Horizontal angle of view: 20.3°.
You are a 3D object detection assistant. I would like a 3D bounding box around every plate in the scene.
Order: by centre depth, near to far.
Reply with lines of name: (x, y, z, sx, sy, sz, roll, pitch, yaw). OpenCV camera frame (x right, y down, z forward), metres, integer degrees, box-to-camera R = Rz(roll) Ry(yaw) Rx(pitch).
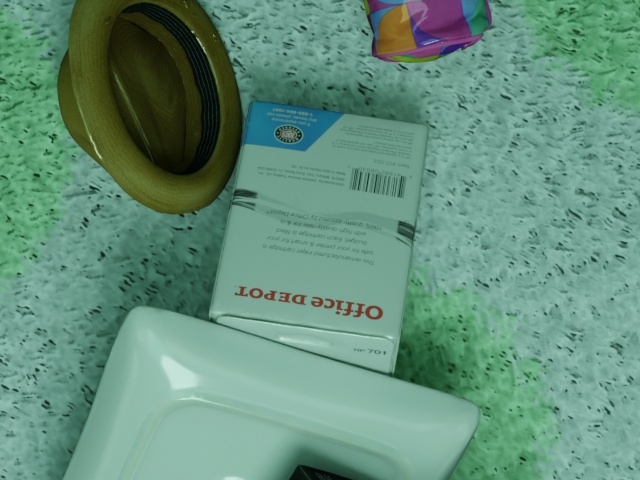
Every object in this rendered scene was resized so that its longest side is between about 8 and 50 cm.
plate: (-0.054, 0.202, 1.329, 0.278, 0.045, 0.277, 17, 117, -14)

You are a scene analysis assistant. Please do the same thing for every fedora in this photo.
fedora: (-0.143, -0.109, 1.366, 0.079, 0.194, 0.194, -15, 92, 40)

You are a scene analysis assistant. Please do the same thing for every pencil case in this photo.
pencil case: (0.069, -0.254, 1.362, 0.104, 0.104, 0.236, -9, 93, 2)

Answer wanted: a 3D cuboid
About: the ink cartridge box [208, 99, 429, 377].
ink cartridge box: (0.000, 0.000, 1.339, 0.140, 0.082, 0.190, 9, 61, 2)

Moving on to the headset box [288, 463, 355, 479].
headset box: (0.052, 0.323, 1.295, 0.283, 0.131, 0.246, 23, 104, -39)
